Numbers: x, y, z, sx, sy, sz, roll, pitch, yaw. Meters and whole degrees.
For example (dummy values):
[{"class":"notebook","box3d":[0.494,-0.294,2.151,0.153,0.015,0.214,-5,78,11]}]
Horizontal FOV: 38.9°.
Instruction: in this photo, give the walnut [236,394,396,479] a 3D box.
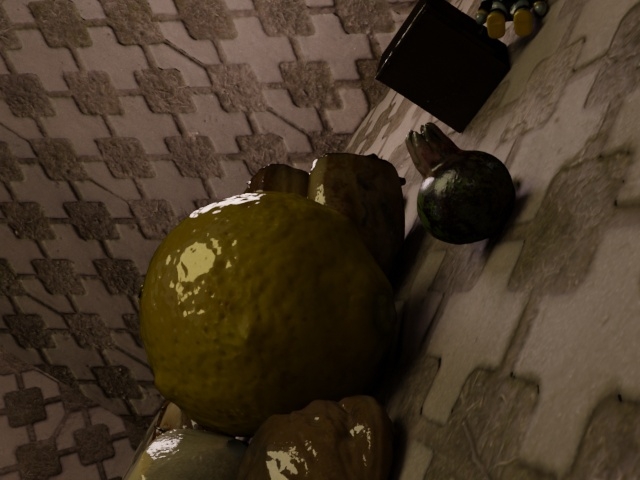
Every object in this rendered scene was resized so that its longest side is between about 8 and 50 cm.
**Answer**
[{"class":"walnut","box3d":[-0.022,0.283,1.050,0.238,0.141,0.204,-56,12,31]}]

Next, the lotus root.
[{"class":"lotus root","box3d":[0.000,0.000,1.524,0.316,0.316,0.250,-52,25,37]}]

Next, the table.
[{"class":"table","box3d":[0.235,-0.344,1.704,0.172,0.193,0.169,-54,8,27]}]

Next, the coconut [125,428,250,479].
[{"class":"coconut","box3d":[-0.160,0.370,1.226,0.244,0.239,0.239,-58,7,24]}]

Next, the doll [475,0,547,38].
[{"class":"doll","box3d":[0.366,-0.472,1.703,0.145,0.103,0.316,-24,28,29]}]

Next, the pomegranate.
[{"class":"pomegranate","box3d":[0.182,-0.077,1.168,0.138,0.125,0.163,-138,37,-87]}]

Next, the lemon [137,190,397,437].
[{"class":"lemon","box3d":[-0.066,0.105,1.266,0.387,0.350,0.350,2,47,29]}]

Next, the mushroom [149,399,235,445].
[{"class":"mushroom","box3d":[-0.257,0.421,1.786,0.278,0.163,0.297,132,150,-74]}]
